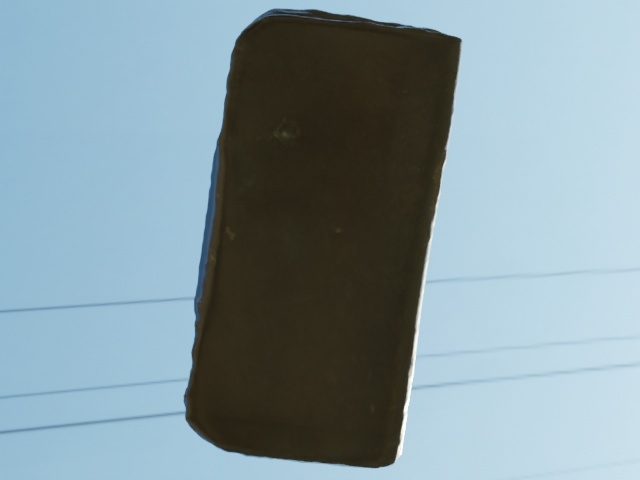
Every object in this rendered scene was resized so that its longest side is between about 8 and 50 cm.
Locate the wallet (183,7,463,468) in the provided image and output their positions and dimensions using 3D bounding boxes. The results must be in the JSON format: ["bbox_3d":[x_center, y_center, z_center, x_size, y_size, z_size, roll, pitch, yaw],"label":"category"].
[{"bbox_3d":[0.000,0.000,0.528,0.082,0.018,0.157,6,-83,-6],"label":"wallet"}]
